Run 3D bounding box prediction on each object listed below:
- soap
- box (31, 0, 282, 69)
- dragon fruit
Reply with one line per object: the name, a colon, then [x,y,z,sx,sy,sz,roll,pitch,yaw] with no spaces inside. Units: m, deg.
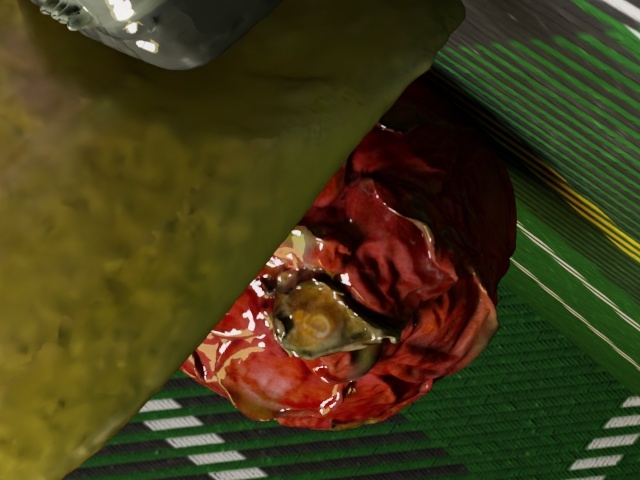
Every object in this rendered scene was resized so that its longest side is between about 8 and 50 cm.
soap: [-0.159,-0.059,0.741,0.306,0.427,0.115,39,165,10]
box: [-0.071,-0.155,0.601,0.129,0.148,0.210,49,173,-28]
dragon fruit: [0.000,0.000,1.195,0.277,0.277,0.342,40,-175,-16]
